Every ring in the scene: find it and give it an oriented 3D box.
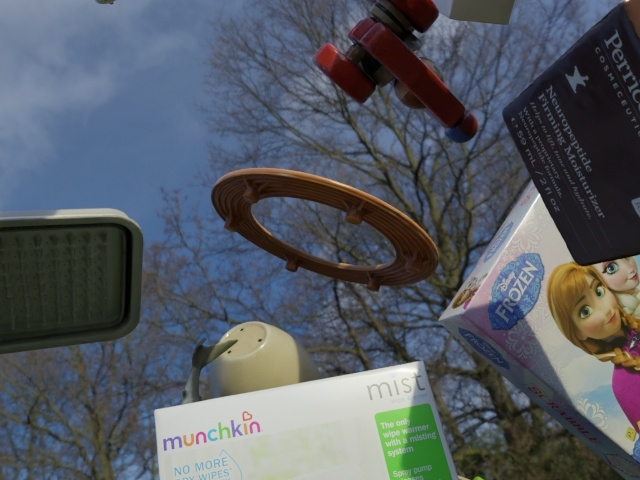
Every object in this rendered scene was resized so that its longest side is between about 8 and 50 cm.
[{"bbox_3d":[0.000,0.000,0.861,0.336,0.032,0.337,17,-20,6],"label":"ring"}]

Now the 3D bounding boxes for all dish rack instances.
[{"bbox_3d":[-0.465,0.060,0.983,0.332,0.072,0.286,-3,-51,-23],"label":"dish rack"}]

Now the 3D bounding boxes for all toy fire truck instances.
[{"bbox_3d":[0.135,-0.257,0.929,0.253,0.302,0.169,38,-77,-12],"label":"toy fire truck"}]

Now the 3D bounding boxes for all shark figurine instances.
[{"bbox_3d":[-0.157,0.287,0.908,0.116,0.278,0.166,27,-65,-39],"label":"shark figurine"}]

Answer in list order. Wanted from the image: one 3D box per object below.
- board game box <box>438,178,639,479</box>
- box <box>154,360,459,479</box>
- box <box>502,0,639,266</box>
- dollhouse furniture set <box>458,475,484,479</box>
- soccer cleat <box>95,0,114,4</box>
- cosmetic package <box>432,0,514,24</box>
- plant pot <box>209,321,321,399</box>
[{"bbox_3d":[0.360,0.078,0.774,0.319,0.318,0.066,-52,3,-23],"label":"board game box"},{"bbox_3d":[-0.006,0.258,0.562,0.261,0.231,0.127,-8,-29,-8],"label":"box"},{"bbox_3d":[0.284,-0.096,0.478,0.166,0.169,0.203,-24,-6,-8],"label":"box"},{"bbox_3d":[0.236,0.588,1.066,0.151,0.302,0.198,27,-62,-18],"label":"dollhouse furniture set"},{"bbox_3d":[-0.405,-0.573,1.263,0.196,0.068,0.076,-36,-18,2],"label":"soccer cleat"},{"bbox_3d":[0.287,-0.564,1.173,0.138,0.225,0.224,-2,-58,-18],"label":"cosmetic package"},{"bbox_3d":[-0.159,0.314,1.501,0.283,0.284,0.191,-22,-60,-7],"label":"plant pot"}]
